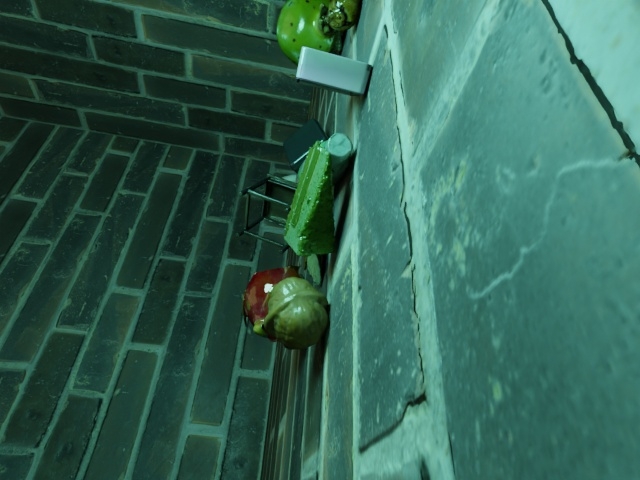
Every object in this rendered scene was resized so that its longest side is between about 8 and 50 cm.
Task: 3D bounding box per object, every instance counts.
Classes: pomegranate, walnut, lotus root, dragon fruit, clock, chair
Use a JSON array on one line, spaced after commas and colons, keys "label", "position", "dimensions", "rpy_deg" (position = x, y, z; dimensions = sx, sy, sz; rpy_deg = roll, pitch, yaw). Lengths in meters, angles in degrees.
[{"label": "pomegranate", "position": [-0.022, -0.756, 1.445], "dimensions": [0.341, 0.261, 0.260], "rpy_deg": [-155, 73, -69]}, {"label": "walnut", "position": [-0.053, 0.163, 0.900], "dimensions": [0.166, 0.149, 0.166], "rpy_deg": [162, 90, -77]}, {"label": "lotus root", "position": [0.075, -0.687, 1.161], "dimensions": [0.108, 0.095, 0.190], "rpy_deg": [-17, 53, 56]}, {"label": "dragon fruit", "position": [-0.125, 0.194, 1.219], "dimensions": [0.224, 0.224, 0.226], "rpy_deg": [127, 140, -76]}, {"label": "clock", "position": [0.023, -0.369, 0.903], "dimensions": [0.197, 0.150, 0.063], "rpy_deg": [-102, 25, -70]}, {"label": "chair", "position": [-0.090, -0.089, 1.079], "dimensions": [0.260, 0.155, 0.141], "rpy_deg": [-47, -27, -56]}]

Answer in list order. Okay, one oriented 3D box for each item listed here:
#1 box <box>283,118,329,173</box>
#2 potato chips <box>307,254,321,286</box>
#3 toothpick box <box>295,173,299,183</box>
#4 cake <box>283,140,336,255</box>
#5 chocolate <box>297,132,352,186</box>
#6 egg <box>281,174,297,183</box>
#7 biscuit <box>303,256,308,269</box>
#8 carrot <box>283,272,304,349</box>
[{"label": "box", "position": [-0.051, -0.336, 1.430], "dimensions": [0.160, 0.050, 0.230], "rpy_deg": [-37, 34, 12]}, {"label": "potato chips", "position": [-0.008, -0.003, 1.061], "dimensions": [0.228, 0.059, 0.167], "rpy_deg": [92, -173, -46]}, {"label": "toothpick box", "position": [-0.038, -0.190, 1.387], "dimensions": [0.149, 0.099, 0.098], "rpy_deg": [-97, 17, -67]}, {"label": "cake", "position": [-0.026, -0.084, 0.875], "dimensions": [0.100, 0.099, 0.235], "rpy_deg": [-133, 35, -52]}, {"label": "chocolate", "position": [0.014, -0.185, 0.981], "dimensions": [0.291, 0.110, 0.110], "rpy_deg": [157, 121, -78]}, {"label": "egg", "position": [-0.117, -0.184, 1.720], "dimensions": [0.217, 0.183, 0.182], "rpy_deg": [133, 147, -53]}, {"label": "biscuit", "position": [-0.043, -0.034, 1.592], "dimensions": [0.236, 0.013, 0.232], "rpy_deg": [-91, 11, -50]}, {"label": "carrot", "position": [-0.093, 0.235, 1.464], "dimensions": [0.342, 0.070, 0.070], "rpy_deg": [-87, 9, -48]}]
